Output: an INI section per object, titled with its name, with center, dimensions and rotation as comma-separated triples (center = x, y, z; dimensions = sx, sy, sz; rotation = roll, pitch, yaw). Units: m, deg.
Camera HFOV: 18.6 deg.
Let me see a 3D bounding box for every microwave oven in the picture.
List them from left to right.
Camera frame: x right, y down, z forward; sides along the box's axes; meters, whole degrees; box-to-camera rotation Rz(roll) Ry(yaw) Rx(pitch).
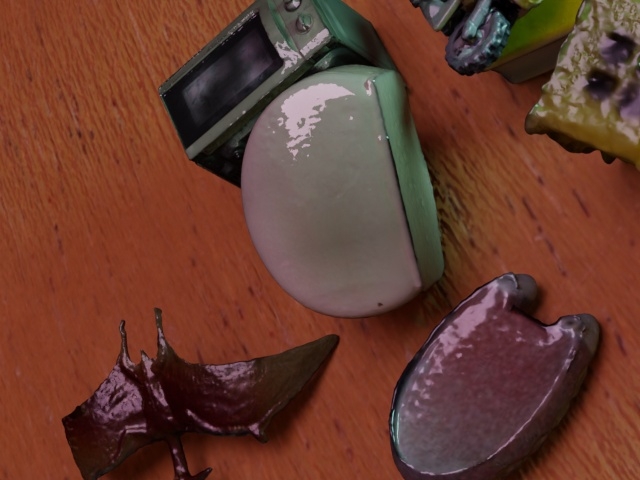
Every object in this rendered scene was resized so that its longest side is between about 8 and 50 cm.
[microwave oven]
center = -0.038, -0.155, 2.051
dimensions = 0.205, 0.163, 0.129
rotation = -40, 50, 19

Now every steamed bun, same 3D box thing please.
[steamed bun]
center = 0.016, -0.046, 1.915
dimensions = 0.164, 0.146, 0.241
rotation = -13, 94, 18

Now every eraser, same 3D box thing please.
[eraser]
center = 0.254, -0.263, 1.910
dimensions = 0.226, 0.069, 0.158
rotation = -21, 59, 40

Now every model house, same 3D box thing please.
[model house]
center = 0.331, -0.106, 1.712
dimensions = 0.234, 0.193, 0.174
rotation = 38, 102, 35

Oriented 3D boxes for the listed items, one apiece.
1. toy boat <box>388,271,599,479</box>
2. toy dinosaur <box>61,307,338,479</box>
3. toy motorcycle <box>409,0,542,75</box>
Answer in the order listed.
[toy boat]
center = 0.160, 0.145, 1.832
dimensions = 0.155, 0.085, 0.227
rotation = 35, 82, 34
[toy dinosaur]
center = -0.141, 0.165, 2.051
dimensions = 0.206, 0.113, 0.327
rotation = 50, 117, 14
[toy motorcycle]
center = 0.152, -0.251, 1.904
dimensions = 0.130, 0.094, 0.229
rotation = -48, 33, 18
